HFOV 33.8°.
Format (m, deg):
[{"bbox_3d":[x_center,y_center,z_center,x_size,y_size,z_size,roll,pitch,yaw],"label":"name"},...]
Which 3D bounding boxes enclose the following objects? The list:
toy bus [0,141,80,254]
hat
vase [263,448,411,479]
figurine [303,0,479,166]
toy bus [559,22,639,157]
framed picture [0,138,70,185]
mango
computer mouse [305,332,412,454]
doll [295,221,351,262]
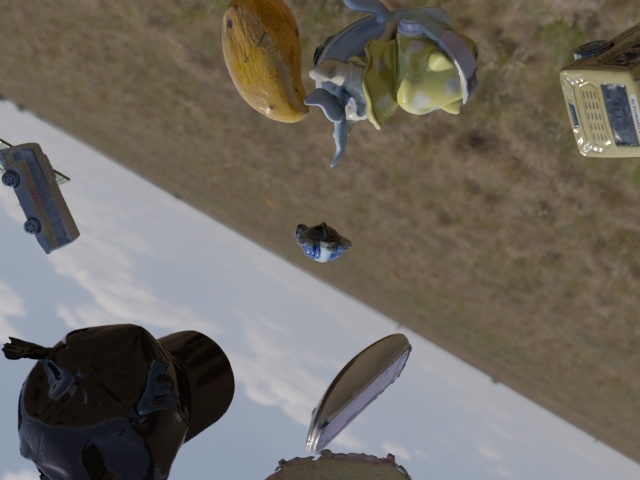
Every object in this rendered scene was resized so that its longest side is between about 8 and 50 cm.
[{"bbox_3d":[-0.474,-0.073,1.774,0.064,0.075,0.191,-75,-35,-76],"label":"toy bus"},{"bbox_3d":[-0.250,0.167,1.355,0.238,0.209,0.336,27,-138,24],"label":"hat"},{"bbox_3d":[0.029,0.484,1.200,0.249,0.446,0.250,-4,-166,1],"label":"vase"},{"bbox_3d":[0.069,-0.174,1.106,0.183,0.208,0.128,23,152,37],"label":"figurine"},{"bbox_3d":[0.577,-0.274,1.719,0.202,0.365,0.177,13,130,57],"label":"toy bus"},{"bbox_3d":[-0.592,-0.156,1.957,0.231,0.010,0.173,31,158,-25],"label":"framed picture"},{"bbox_3d":[-0.103,-0.342,1.968,0.109,0.157,0.262,-23,-85,-67],"label":"mango"},{"bbox_3d":[0.052,0.233,1.645,0.056,0.245,0.126,36,142,19],"label":"computer mouse"},{"bbox_3d":[0.000,0.000,1.851,0.096,0.070,0.195,5,-172,-11],"label":"doll"}]
